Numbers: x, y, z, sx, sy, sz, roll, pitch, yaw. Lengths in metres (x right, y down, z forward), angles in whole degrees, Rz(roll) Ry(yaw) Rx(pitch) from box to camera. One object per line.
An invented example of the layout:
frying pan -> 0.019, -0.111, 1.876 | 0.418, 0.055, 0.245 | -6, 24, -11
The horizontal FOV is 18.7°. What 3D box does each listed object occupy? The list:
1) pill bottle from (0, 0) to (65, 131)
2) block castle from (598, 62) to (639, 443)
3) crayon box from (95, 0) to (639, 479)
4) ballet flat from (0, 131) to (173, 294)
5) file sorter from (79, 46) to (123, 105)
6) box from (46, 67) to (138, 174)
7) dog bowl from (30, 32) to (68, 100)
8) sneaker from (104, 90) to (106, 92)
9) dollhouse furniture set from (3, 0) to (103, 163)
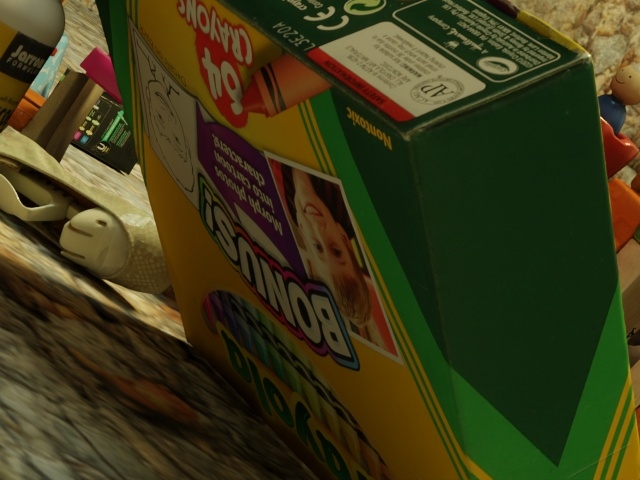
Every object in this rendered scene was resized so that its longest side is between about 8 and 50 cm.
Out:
pill bottle -> -0.198, -0.103, 1.013 | 0.103, 0.184, 0.103 | 33, 6, -4
block castle -> 0.334, 0.076, 1.482 | 0.303, 0.213, 0.453 | 30, 15, -48
crayon box -> 0.014, -0.008, 1.013 | 0.363, 0.106, 0.313 | 41, -31, 51
ballet flat -> -0.160, -0.012, 1.225 | 0.168, 0.057, 0.052 | 31, 28, 22
file sorter -> 0.016, -0.083, 1.400 | 0.290, 0.182, 0.202 | 40, -1, 14
box -> -0.200, -0.107, 1.750 | 0.083, 0.052, 0.062 | 30, 6, -32
dog bowl -> -0.348, -0.217, 1.729 | 0.297, 0.074, 0.166 | 31, 6, -39
sneaker -> -0.184, -0.129, 1.988 | 0.115, 0.105, 0.281 | 5, 5, 7
dollhouse furniture set -> -0.272, -0.173, 1.452 | 0.262, 0.135, 0.259 | 35, 5, 3
